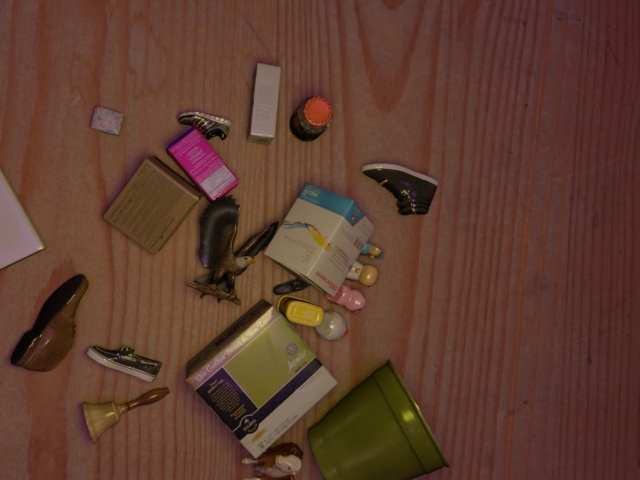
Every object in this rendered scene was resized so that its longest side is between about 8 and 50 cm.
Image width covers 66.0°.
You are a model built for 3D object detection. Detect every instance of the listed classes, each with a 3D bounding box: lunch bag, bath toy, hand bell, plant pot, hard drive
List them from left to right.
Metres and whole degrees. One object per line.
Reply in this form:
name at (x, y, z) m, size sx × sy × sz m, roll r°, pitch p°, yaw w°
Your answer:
hard drive at (-0.995, -0.080, 1.424) m, size 0.232 × 0.047 × 0.353 m, roll -28°, pitch 95°, yaw -13°
lunch bag at (-0.654, -0.365, 1.514) m, size 0.083 × 0.053 × 0.071 m, roll 14°, pitch 88°, yaw -23°
hand bell at (-0.581, 0.506, 1.503) m, size 0.241 × 0.126 × 0.126 m, roll -17°, pitch 93°, yaw -26°
bath toy at (0.102, 0.179, 1.666) m, size 0.129 × 0.151 × 0.349 m, roll 31°, pitch 80°, yaw -47°
plant pot at (0.160, 0.631, 1.579) m, size 0.352 × 0.366 × 0.367 m, roll -29°, pitch 96°, yaw -1°

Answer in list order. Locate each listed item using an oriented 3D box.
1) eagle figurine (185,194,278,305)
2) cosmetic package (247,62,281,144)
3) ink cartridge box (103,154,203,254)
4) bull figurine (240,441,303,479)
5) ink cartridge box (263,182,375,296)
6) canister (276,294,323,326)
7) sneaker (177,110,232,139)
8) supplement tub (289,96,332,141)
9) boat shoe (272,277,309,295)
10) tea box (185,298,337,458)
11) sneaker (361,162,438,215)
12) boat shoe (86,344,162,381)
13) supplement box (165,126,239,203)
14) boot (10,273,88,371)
eagle figurine at (-0.271, 0.043, 1.533) m, size 0.225 × 0.226 × 0.299 m, roll 8°, pitch 69°, yaw 9°
cosmetic package at (-0.186, -0.440, 1.603) m, size 0.085 × 0.117 × 0.231 m, roll 4°, pitch 87°, yaw -15°
ink cartridge box at (-0.503, -0.106, 1.493) m, size 0.193 × 0.088 × 0.235 m, roll 39°, pitch 101°, yaw -11°
bull figurine at (-0.137, 0.685, 1.510) m, size 0.188 × 0.310 × 0.101 m, roll -7°, pitch 73°, yaw 4°
ink cartridge box at (0.000, 0.000, 1.563) m, size 0.270 × 0.197 × 0.198 m, roll -59°, pitch 146°, yaw -9°
canister at (-0.067, 0.227, 1.592) m, size 0.126 × 0.170 × 0.074 m, roll 16°, pitch 85°, yaw -14°
sneaker at (-0.372, -0.362, 1.580) m, size 0.170 × 0.063 × 0.075 m, roll 7°, pitch 81°, yaw -19°
supplement tub at (-0.029, -0.395, 1.603) m, size 0.116 × 0.190 × 0.117 m, roll 0°, pitch 89°, yaw -15°
boat shoe at (-0.092, 0.155, 1.654) m, size 0.142 × 0.040 × 0.049 m, roll -17°, pitch 93°, yaw -14°
tea box at (-0.189, 0.412, 1.532) m, size 0.329 × 0.220 × 0.324 m, roll -39°, pitch 99°, yaw -12°
sneaker at (0.273, -0.171, 1.720) m, size 0.295 × 0.104 × 0.147 m, roll 14°, pitch 80°, yaw -18°
boat shoe at (-0.596, 0.359, 1.507) m, size 0.219 × 0.077 × 0.070 m, roll 28°, pitch 83°, yaw -20°
supplement box at (-0.370, -0.230, 1.553) m, size 0.114 × 0.111 × 0.220 m, roll -40°, pitch 99°, yaw -12°
boot at (-0.772, 0.245, 1.466) m, size 0.115 × 0.112 × 0.305 m, roll 41°, pitch 73°, yaw -41°
